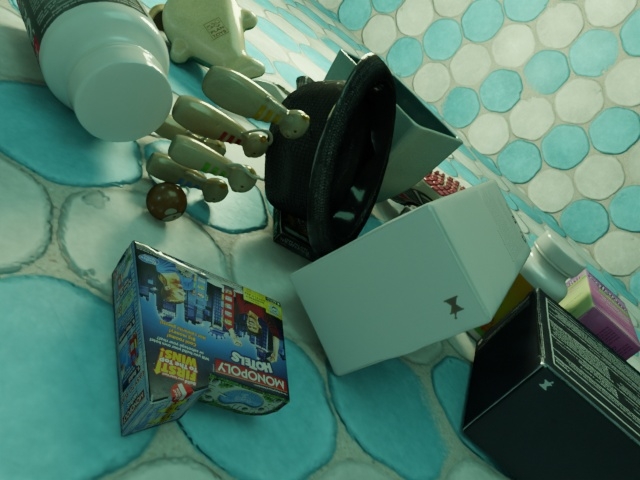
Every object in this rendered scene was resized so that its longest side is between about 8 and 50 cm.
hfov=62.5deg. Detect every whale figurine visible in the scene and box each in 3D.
[{"bbox_3d":[-0.233,-0.438,1.181,0.272,0.216,0.141,53,-14,11],"label":"whale figurine"}]

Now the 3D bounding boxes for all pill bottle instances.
[{"bbox_3d":[0.403,0.098,1.068,0.136,0.246,0.136,31,27,-18],"label":"pill bottle"},{"bbox_3d":[-0.332,-0.295,0.785,0.176,0.176,0.319,8,40,-48],"label":"pill bottle"}]

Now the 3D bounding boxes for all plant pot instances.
[{"bbox_3d":[0.103,-0.211,1.146,0.248,0.252,0.247,51,27,22],"label":"plant pot"}]

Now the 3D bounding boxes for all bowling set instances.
[{"bbox_3d":[-0.161,-0.104,0.769,0.154,0.200,0.287,23,-13,-31],"label":"bowling set"}]

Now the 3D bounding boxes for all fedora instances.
[{"bbox_3d":[0.006,-0.145,0.874,0.152,0.334,0.334,17,18,22],"label":"fedora"}]

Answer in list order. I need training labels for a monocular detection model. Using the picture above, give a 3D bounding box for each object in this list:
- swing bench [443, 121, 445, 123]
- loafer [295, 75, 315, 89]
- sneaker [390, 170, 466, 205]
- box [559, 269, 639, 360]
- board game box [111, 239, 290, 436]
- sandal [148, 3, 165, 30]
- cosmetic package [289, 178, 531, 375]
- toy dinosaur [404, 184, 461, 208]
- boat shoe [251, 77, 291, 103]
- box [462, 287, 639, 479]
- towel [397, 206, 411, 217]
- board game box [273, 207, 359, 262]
[{"bbox_3d":[0.192,-0.313,1.467,0.253,0.165,0.254,31,24,18],"label":"swing bench"},{"bbox_3d":[-0.014,-0.414,1.548,0.170,0.062,0.061,24,69,-43],"label":"loafer"},{"bbox_3d":[0.242,-0.121,1.282,0.299,0.112,0.120,39,36,26],"label":"sneaker"},{"bbox_3d":[0.520,0.200,1.102,0.117,0.214,0.243,43,25,6],"label":"box"},{"bbox_3d":[-0.129,0.115,0.545,0.194,0.060,0.194,27,30,-26],"label":"board game box"},{"bbox_3d":[-0.327,-0.553,1.297,0.240,0.088,0.079,-14,64,-53],"label":"sandal"},{"bbox_3d":[0.175,0.033,0.850,0.453,0.230,0.162,-20,83,-62],"label":"cosmetic package"},{"bbox_3d":[0.346,-0.062,1.391,0.295,0.127,0.200,35,0,42],"label":"toy dinosaur"},{"bbox_3d":[-0.117,-0.339,1.264,0.219,0.078,0.070,17,34,-54],"label":"boat shoe"},{"bbox_3d":[0.410,0.278,0.866,0.296,0.183,0.294,41,25,5],"label":"box"},{"bbox_3d":[0.258,0.009,1.268,0.197,0.029,0.144,41,29,1],"label":"towel"},{"bbox_3d":[0.000,0.000,0.935,0.186,0.026,0.126,29,29,-22],"label":"board game box"}]
